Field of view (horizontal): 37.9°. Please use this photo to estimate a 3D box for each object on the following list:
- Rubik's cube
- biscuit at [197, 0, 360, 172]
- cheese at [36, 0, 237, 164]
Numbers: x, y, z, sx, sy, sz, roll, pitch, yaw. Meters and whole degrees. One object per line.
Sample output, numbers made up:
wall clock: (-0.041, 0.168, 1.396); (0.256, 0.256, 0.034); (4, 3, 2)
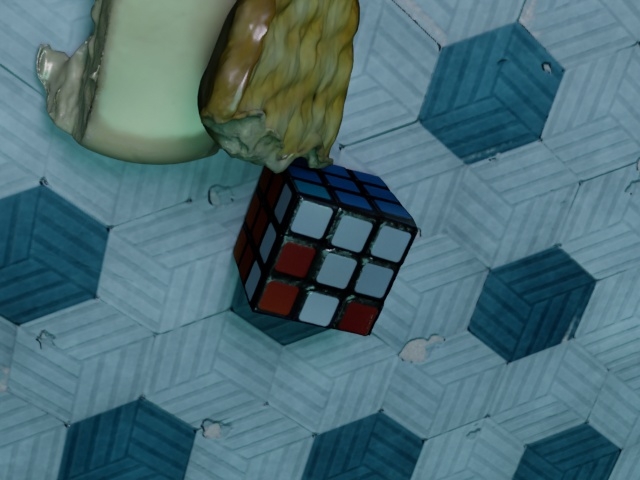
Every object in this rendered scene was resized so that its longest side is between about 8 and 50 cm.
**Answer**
Rubik's cube: (0.000, 0.000, 1.138); (0.162, 0.160, 0.163); (16, 109, -20)
biscuit: (-0.031, -0.176, 0.993); (0.078, 0.329, 0.335); (17, 147, 18)
cheese: (-0.181, -0.213, 1.013); (0.233, 0.127, 0.266); (14, 108, -17)
